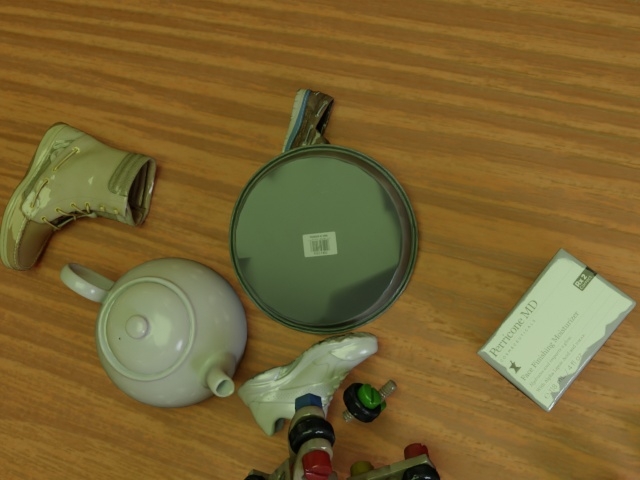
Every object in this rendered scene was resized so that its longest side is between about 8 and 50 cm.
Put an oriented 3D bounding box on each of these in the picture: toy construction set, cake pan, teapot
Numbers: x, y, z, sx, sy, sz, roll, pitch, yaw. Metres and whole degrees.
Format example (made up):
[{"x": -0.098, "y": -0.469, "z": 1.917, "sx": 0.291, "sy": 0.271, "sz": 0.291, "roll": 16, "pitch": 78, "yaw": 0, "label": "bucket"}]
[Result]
[{"x": 0.024, "y": 0.375, "z": 1.170, "sx": 0.237, "sy": 0.257, "sz": 0.308, "roll": -46, "pitch": 57, "yaw": 24, "label": "toy construction set"}, {"x": 0.000, "y": 0.000, "z": 1.315, "sx": 0.293, "sy": 0.054, "sz": 0.293, "roll": 0, "pitch": 93, "yaw": 7, "label": "cake pan"}, {"x": -0.247, "y": 0.133, "z": 1.322, "sx": 0.256, "sy": 0.187, "sz": 0.252, "roll": -14, "pitch": 77, "yaw": 13, "label": "teapot"}]

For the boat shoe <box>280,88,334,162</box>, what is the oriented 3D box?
[{"x": -0.019, "y": -0.151, "z": 1.374, "sx": 0.066, "sy": 0.066, "sz": 0.183, "roll": 8, "pitch": 83, "yaw": 14, "label": "boat shoe"}]

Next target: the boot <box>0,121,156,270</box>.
[{"x": -0.398, "y": -0.048, "z": 1.442, "sx": 0.204, "sy": 0.095, "sz": 0.261, "roll": 20, "pitch": 82, "yaw": 16, "label": "boot"}]

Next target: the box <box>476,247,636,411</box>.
[{"x": 0.315, "y": 0.124, "z": 1.180, "sx": 0.119, "sy": 0.182, "sz": 0.181, "roll": 39, "pitch": 92, "yaw": 17, "label": "box"}]

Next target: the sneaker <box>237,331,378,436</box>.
[{"x": -0.004, "y": 0.218, "z": 1.306, "sx": 0.232, "sy": 0.090, "sz": 0.115, "roll": -30, "pitch": 81, "yaw": 17, "label": "sneaker"}]
